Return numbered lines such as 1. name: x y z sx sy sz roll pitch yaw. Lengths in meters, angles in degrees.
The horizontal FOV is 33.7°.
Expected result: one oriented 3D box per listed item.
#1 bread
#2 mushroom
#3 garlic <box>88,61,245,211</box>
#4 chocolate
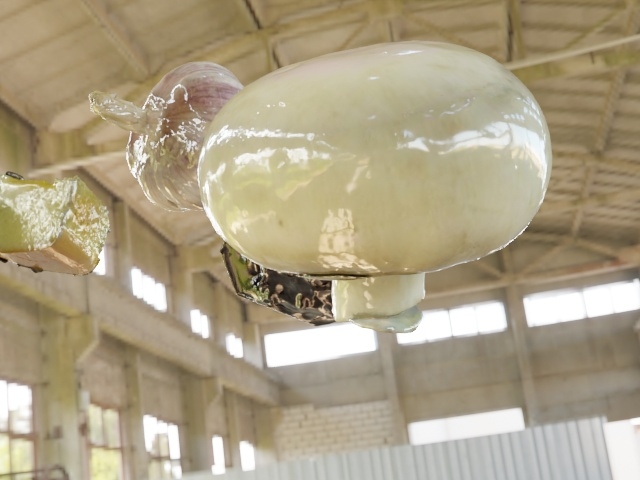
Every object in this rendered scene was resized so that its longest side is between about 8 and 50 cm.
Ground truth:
1. bread: -0.413 -0.024 1.571 0.160 0.140 0.169 5 -20 12
2. mushroom: 0.036 -0.038 0.750 0.246 0.202 0.246 0 15 0
3. garlic: -0.240 -0.179 1.642 0.253 0.245 0.245 22 -30 -34
4. chocolate: 0.000 0.000 1.380 0.224 0.206 0.177 22 -7 -8
